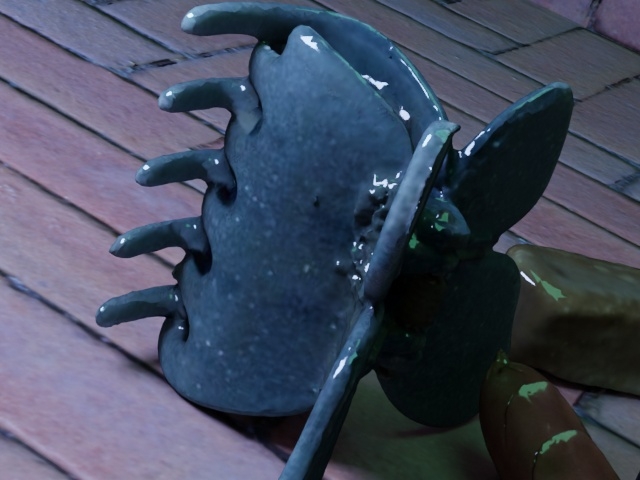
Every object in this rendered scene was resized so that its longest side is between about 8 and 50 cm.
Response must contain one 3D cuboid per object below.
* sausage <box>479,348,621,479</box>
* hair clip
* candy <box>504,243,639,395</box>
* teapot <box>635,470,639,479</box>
[{"bbox_3d":[0.194,0.222,1.029,0.088,0.088,0.433,12,31,-22],"label":"sausage"},{"bbox_3d":[0.000,0.000,1.090,0.238,0.318,0.392,28,25,22],"label":"hair clip"},{"bbox_3d":[0.264,0.078,1.405,0.234,0.104,0.102,10,31,-25],"label":"candy"},{"bbox_3d":[0.279,0.225,1.133,0.177,0.087,0.096,20,-2,-3],"label":"teapot"}]
